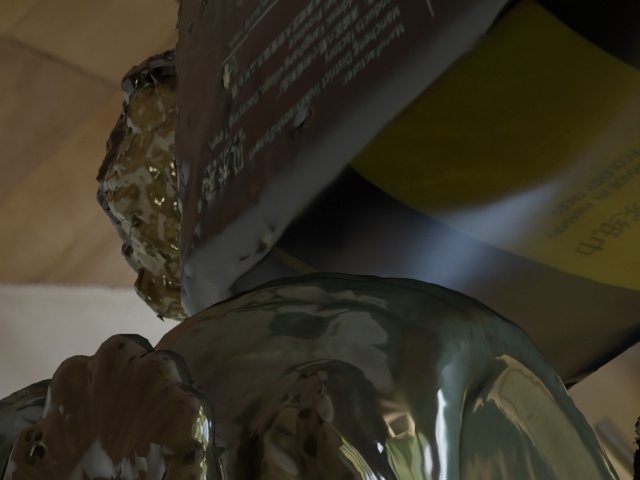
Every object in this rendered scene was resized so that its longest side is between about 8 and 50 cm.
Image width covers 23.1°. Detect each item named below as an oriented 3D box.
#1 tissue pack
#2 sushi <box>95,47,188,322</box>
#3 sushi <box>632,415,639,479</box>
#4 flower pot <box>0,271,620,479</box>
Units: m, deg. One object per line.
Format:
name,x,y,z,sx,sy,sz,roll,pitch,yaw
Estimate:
tissue pack,0.125,-0.124,0.718,0.253,0.264,0.416,16,142,-26
sushi,0.000,0.000,1.096,0.211,0.350,0.171,-51,179,34
sushi,0.303,0.153,0.966,0.279,0.043,0.192,-16,-126,39
flower pot,-0.008,0.157,0.562,0.213,0.301,0.302,-21,-179,25
